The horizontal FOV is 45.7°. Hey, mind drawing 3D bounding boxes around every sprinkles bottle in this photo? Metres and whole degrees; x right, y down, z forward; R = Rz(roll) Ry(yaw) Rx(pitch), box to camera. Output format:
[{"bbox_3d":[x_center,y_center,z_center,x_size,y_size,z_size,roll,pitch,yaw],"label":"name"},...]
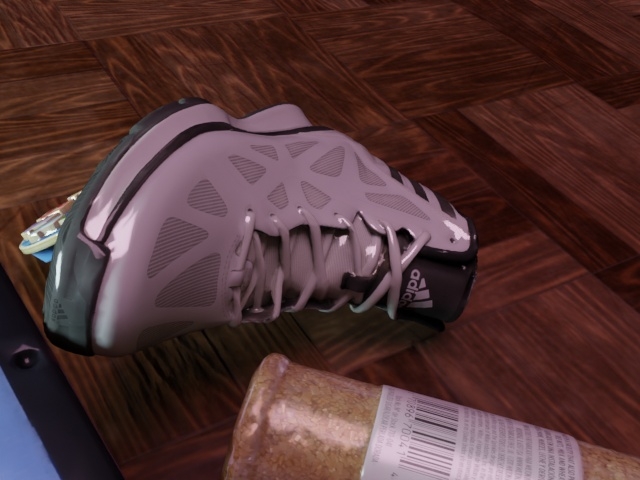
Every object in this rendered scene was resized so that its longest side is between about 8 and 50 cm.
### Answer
[{"bbox_3d":[0.116,0.179,0.523,0.356,0.121,0.121,15,40,5],"label":"sprinkles bottle"}]

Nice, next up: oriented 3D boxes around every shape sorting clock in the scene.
[{"bbox_3d":[-0.191,-0.051,0.710,0.040,0.206,0.206,56,40,-16],"label":"shape sorting clock"}]

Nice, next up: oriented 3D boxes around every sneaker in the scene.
[{"bbox_3d":[0.000,-0.001,0.626,0.258,0.169,0.447,24,24,13],"label":"sneaker"}]

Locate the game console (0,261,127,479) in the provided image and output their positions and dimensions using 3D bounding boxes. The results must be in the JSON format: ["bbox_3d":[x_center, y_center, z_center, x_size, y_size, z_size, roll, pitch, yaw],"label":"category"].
[{"bbox_3d":[-0.295,0.129,0.371,0.342,0.060,0.386,-19,53,-35],"label":"game console"}]
